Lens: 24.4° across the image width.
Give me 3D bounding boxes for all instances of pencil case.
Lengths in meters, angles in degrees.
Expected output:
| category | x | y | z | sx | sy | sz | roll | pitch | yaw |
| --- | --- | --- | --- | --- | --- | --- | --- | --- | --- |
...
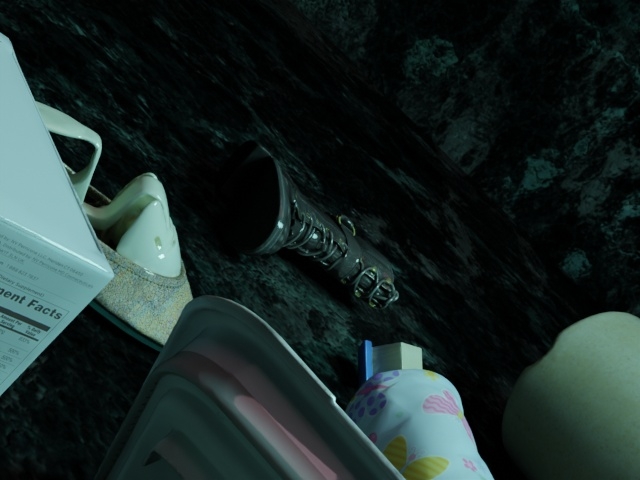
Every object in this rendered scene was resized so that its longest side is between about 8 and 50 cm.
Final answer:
| category | x | y | z | sx | sy | sz | roll | pitch | yaw |
| --- | --- | --- | --- | --- | --- | --- | --- | --- | --- |
| pencil case | 0.102 | 0.224 | 1.239 | 0.124 | 0.113 | 0.273 | 46 | 12 | -33 |

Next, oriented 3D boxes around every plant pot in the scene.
| category | x | y | z | sx | sy | sz | roll | pitch | yaw |
| --- | --- | --- | --- | --- | --- | --- | --- | --- | --- |
| plant pot | 0.374 | 0.244 | 1.605 | 0.334 | 0.334 | 0.305 | 30 | 10 | -45 |

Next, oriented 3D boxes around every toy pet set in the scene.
| category | x | y | z | sx | sy | sz | roll | pitch | yaw |
| --- | --- | --- | --- | --- | --- | --- | --- | --- | --- |
| toy pet set | 0.060 | 0.157 | 1.466 | 0.122 | 0.065 | 0.114 | 21 | 62 | -51 |

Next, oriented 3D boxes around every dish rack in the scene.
| category | x | y | z | sx | sy | sz | roll | pitch | yaw |
| --- | --- | --- | --- | --- | --- | --- | --- | --- | --- |
| dish rack | -0.006 | 0.213 | 0.792 | 0.333 | 0.285 | 0.072 | 46 | 56 | 9 |

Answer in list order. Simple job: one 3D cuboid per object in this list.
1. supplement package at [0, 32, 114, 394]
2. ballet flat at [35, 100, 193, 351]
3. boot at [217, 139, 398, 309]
| category | x | y | z | sx | sy | sz | roll | pitch | yaw |
| --- | --- | --- | --- | --- | --- | --- | --- | --- | --- |
| supplement package | -0.276 | -0.050 | 0.892 | 0.204 | 0.145 | 0.262 | 31 | 19 | -43 |
| ballet flat | -0.186 | -0.025 | 1.149 | 0.316 | 0.106 | 0.107 | 38 | 16 | -26 |
| boot | 0.000 | 0.000 | 1.626 | 0.229 | 0.091 | 0.263 | 39 | 13 | -20 |
